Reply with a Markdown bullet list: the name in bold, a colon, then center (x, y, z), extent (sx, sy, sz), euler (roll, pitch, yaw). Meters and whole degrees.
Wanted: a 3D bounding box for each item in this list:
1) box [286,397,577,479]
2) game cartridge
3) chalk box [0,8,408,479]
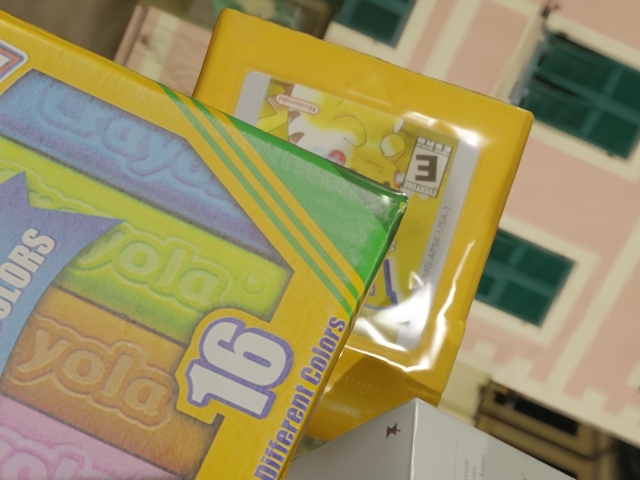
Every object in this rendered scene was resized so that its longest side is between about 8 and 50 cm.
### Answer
- **box**: center (0.142, 0.305, 1.044), extent (0.168, 0.345, 0.215), euler (-34, -144, 43)
- **game cartridge**: center (0.000, 0.000, 1.139), extent (0.052, 0.285, 0.324), euler (180, -72, -85)
- **chalk box**: center (-0.105, 0.020, 0.384), extent (0.132, 0.213, 0.132), euler (108, 6, -67)
